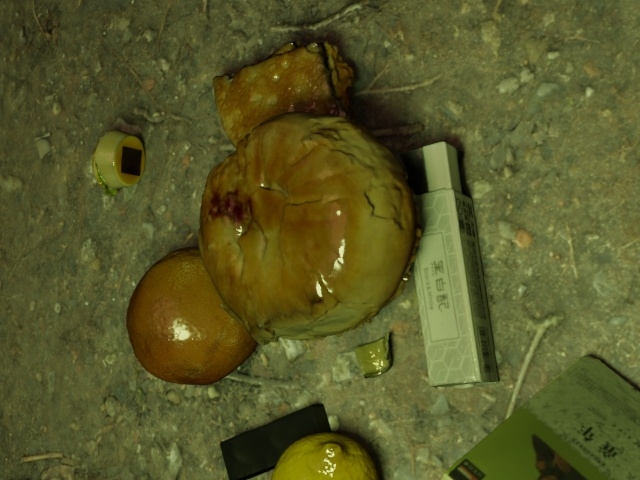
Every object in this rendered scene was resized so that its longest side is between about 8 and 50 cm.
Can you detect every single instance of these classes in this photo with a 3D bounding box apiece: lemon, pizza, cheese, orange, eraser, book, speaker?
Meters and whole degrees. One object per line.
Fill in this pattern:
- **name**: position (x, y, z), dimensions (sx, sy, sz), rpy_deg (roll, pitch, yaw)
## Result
- **lemon**: position (0.006, 0.426, 1.600), dimensions (0.187, 0.186, 0.244), rpy_deg (43, 138, 29)
- **pizza**: position (-0.051, -0.248, 1.788), dimensions (0.408, 0.114, 0.278), rpy_deg (25, 96, 31)
- **cheese**: position (0.105, 0.200, 1.660), dimensions (0.084, 0.041, 0.060), rpy_deg (-40, 55, 37)
- **orange**: position (-0.231, 0.137, 1.758), dimensions (0.264, 0.264, 0.264), rpy_deg (-6, 79, 31)
- **eraser**: position (0.213, 0.043, 1.585), dimensions (0.096, 0.098, 0.404), rpy_deg (-14, 74, 29)
- **book**: position (0.371, 0.315, 1.330), dimensions (0.239, 0.352, 0.035), rpy_deg (39, 141, 29)
- **speaker**: position (-0.082, 0.375, 1.742), dimensions (0.218, 0.044, 0.082), rpy_deg (-28, 68, 24)

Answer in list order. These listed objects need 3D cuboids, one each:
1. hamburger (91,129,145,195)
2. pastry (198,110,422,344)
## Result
- **hamburger**: position (-0.434, -0.165, 2.004), dimensions (0.081, 0.126, 0.141), rpy_deg (6, 106, 24)
- **pastry**: position (-0.017, -0.016, 1.584), dimensions (0.409, 0.245, 0.410), rpy_deg (-4, 84, 38)
